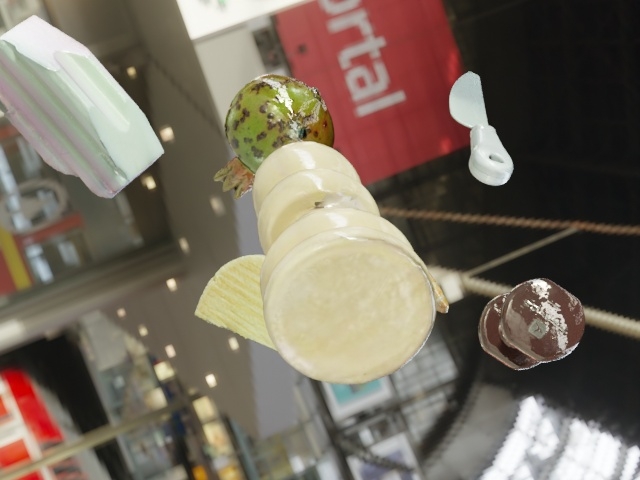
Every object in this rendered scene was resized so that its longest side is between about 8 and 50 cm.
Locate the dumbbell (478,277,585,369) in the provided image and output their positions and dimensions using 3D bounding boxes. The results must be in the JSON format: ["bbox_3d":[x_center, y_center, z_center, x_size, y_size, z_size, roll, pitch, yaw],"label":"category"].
[{"bbox_3d":[0.350,0.142,2.366,0.140,0.124,0.225,33,-11,2],"label":"dumbbell"}]

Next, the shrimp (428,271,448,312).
[{"bbox_3d":[0.159,0.059,2.332,0.162,0.045,0.095,46,5,26],"label":"shrimp"}]

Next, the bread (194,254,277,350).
[{"bbox_3d":[-0.077,0.076,1.848,0.193,0.036,0.112,19,-87,38],"label":"bread"}]

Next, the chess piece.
[{"bbox_3d":[0.000,0.000,1.429,0.300,0.167,0.167,-114,-171,-60],"label":"chess piece"}]

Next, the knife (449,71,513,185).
[{"bbox_3d":[0.256,-0.199,2.357,0.331,0.080,0.044,-99,-158,-52],"label":"knife"}]

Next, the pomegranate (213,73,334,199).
[{"bbox_3d":[-0.072,-0.144,2.003,0.205,0.159,0.159,-48,-124,26],"label":"pomegranate"}]

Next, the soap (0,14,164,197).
[{"bbox_3d":[-0.425,-0.223,2.398,0.324,0.109,0.193,49,-40,-3],"label":"soap"}]
